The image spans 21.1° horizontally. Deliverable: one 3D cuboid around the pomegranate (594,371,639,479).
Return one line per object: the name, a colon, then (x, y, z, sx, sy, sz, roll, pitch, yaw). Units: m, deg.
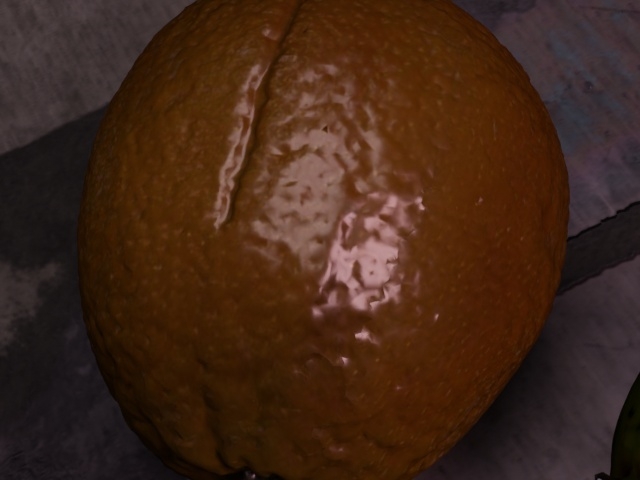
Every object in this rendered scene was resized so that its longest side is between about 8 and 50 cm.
pomegranate: (0.331, 0.147, 1.009, 0.341, 0.260, 0.260, -9, 52, 2)

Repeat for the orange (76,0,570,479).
orange: (0.000, 0.000, 1.141, 0.322, 0.322, 0.357, 5, 61, 16)
